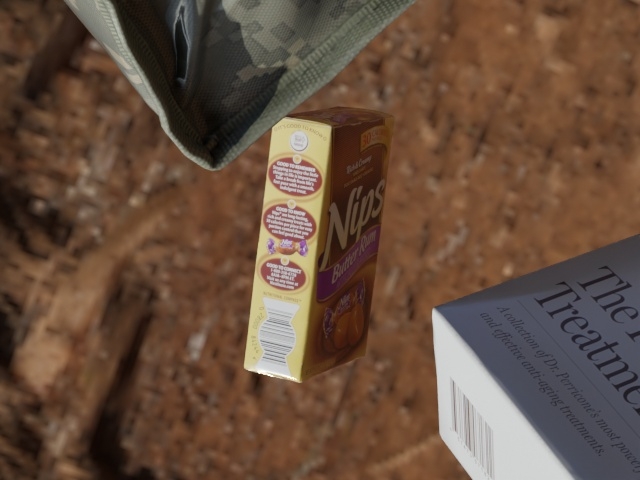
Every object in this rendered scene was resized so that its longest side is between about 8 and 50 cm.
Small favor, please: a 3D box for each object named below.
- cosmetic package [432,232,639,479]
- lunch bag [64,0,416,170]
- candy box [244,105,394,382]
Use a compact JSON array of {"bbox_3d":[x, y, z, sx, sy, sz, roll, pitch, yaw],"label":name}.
[{"bbox_3d":[0.259,0.118,0.906,0.377,0.284,0.097,-128,26,-49],"label":"cosmetic package"},{"bbox_3d":[0.002,-0.202,0.599,0.287,0.169,0.235,-37,43,1],"label":"lunch bag"},{"bbox_3d":[0.000,0.000,1.439,0.109,0.053,0.187,-16,-66,-63],"label":"candy box"}]
